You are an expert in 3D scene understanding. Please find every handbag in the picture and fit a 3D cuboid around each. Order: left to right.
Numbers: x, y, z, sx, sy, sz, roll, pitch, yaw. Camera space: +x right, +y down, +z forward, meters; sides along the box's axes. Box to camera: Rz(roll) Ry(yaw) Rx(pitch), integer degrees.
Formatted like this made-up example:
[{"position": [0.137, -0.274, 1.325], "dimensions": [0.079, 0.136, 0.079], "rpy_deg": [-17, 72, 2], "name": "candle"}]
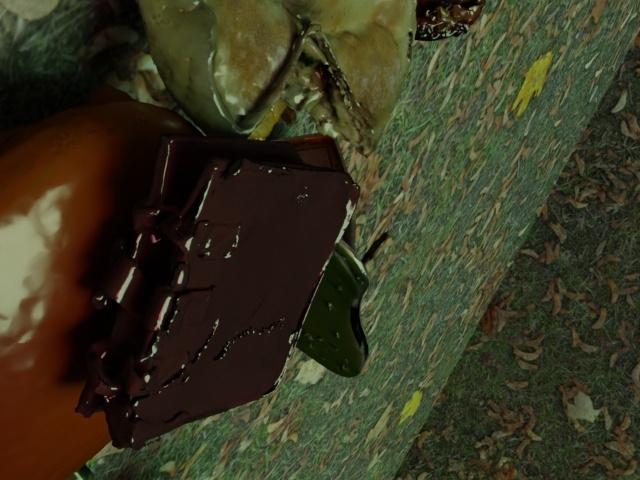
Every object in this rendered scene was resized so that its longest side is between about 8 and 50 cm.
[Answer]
[{"position": [-0.073, 0.028, 0.659], "dimensions": [0.216, 0.074, 0.203], "rpy_deg": [-6, 119, -62], "name": "handbag"}]

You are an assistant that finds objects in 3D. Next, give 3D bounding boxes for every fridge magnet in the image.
[{"position": [-0.206, 0.056, 0.702], "dimensions": [0.363, 0.155, 0.364], "rpy_deg": [-47, 157, -28], "name": "fridge magnet"}]

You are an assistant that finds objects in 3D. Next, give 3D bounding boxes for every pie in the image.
[{"position": [-0.016, -0.222, 0.748], "dimensions": [0.337, 0.075, 0.338], "rpy_deg": [-11, 104, -52], "name": "pie"}]

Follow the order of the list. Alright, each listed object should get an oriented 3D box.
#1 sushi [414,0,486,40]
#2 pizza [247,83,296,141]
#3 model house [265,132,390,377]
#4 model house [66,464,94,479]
[{"position": [0.112, -0.288, 0.964], "dimensions": [0.172, 0.153, 0.150], "rpy_deg": [-32, 152, -32], "name": "sushi"}, {"position": [-0.063, -0.153, 0.835], "dimensions": [0.154, 0.069, 0.194], "rpy_deg": [28, 80, -60], "name": "pizza"}, {"position": [-0.001, 0.000, 1.022], "dimensions": [0.154, 0.207, 0.294], "rpy_deg": [-52, 159, -26], "name": "model house"}, {"position": [-0.283, 0.412, 0.757], "dimensions": [0.382, 0.342, 0.335], "rpy_deg": [-6, 125, -64], "name": "model house"}]
